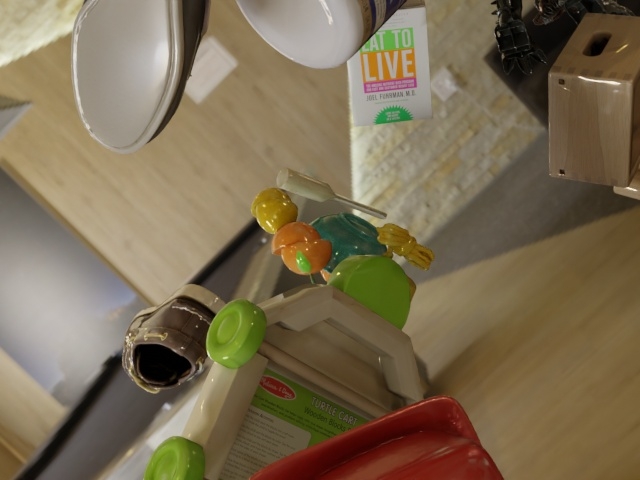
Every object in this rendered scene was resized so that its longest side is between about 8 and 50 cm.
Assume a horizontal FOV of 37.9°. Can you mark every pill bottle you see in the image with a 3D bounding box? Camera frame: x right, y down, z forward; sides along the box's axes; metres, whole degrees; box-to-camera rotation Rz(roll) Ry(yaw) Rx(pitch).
[{"bbox_3d":[0.046,-0.303,0.908,0.265,0.153,0.153,-49,9,-24],"label":"pill bottle"}]

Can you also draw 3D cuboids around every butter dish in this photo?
[{"bbox_3d":[0.060,0.177,0.510,0.159,0.160,0.118,-18,-7,-23],"label":"butter dish"}]

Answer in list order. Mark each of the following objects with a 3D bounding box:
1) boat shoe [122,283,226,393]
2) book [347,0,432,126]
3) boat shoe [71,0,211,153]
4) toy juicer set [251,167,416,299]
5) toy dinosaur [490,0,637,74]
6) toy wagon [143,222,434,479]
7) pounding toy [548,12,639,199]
[{"bbox_3d":[-0.226,0.160,1.334,0.324,0.116,0.097,-35,19,55],"label":"boat shoe"},{"bbox_3d":[0.078,-0.206,1.090,0.096,0.144,0.035,-7,37,3],"label":"book"},{"bbox_3d":[-0.129,-0.221,0.761,0.095,0.112,0.335,-47,-20,-48],"label":"boat shoe"},{"bbox_3d":[0.000,0.000,1.190,0.090,0.209,0.329,-60,13,17],"label":"toy juicer set"},{"bbox_3d":[0.270,-0.335,1.139,0.164,0.321,0.219,-32,53,55],"label":"toy dinosaur"},{"bbox_3d":[0.004,0.147,0.812,0.068,0.267,0.345,2,64,50],"label":"toy wagon"},{"bbox_3d":[0.308,-0.133,1.002,0.094,0.206,0.181,13,45,27],"label":"pounding toy"}]
